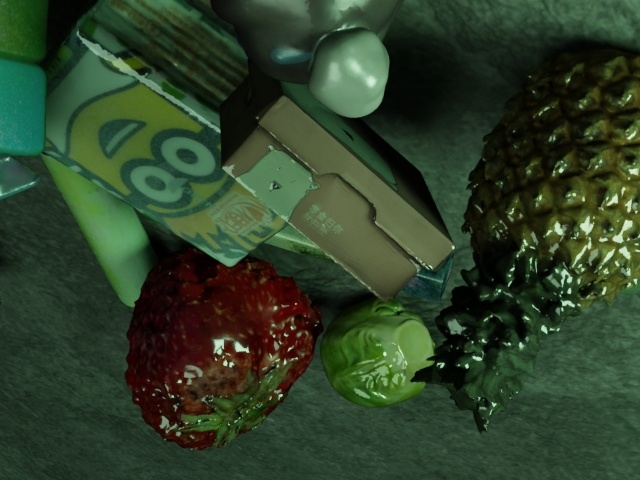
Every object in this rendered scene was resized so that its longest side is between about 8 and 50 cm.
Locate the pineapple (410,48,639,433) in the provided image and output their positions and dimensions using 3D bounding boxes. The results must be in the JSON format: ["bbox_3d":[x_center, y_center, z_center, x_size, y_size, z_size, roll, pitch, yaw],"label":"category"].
[{"bbox_3d":[0.209,0.006,1.183,0.202,0.362,0.202,24,155,12],"label":"pineapple"}]

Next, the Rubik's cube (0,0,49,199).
[{"bbox_3d":[-0.436,-0.136,1.239,0.368,0.387,0.358,38,165,-18],"label":"Rubik's cube"}]

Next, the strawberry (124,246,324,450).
[{"bbox_3d":[-0.136,0.122,1.676,0.220,0.274,0.274,56,156,25],"label":"strawberry"}]

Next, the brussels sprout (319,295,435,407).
[{"bbox_3d":[0.073,0.148,1.662,0.155,0.117,0.155,22,150,14],"label":"brussels sprout"}]

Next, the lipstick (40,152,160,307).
[{"bbox_3d":[-0.267,-0.028,1.656,0.076,0.076,0.304,8,144,21],"label":"lipstick"}]

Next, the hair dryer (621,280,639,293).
[{"bbox_3d":[0.306,-0.006,1.384,0.150,0.047,0.071,43,143,-18],"label":"hair dryer"}]

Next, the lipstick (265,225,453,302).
[{"bbox_3d":[0.000,0.000,1.560,0.312,0.051,0.051,16,149,11],"label":"lipstick"}]

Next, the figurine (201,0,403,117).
[{"bbox_3d":[-0.092,-0.259,1.119,0.365,0.206,0.218,13,130,18],"label":"figurine"}]

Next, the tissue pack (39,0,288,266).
[{"bbox_3d":[-0.150,-0.124,1.405,0.311,0.128,0.228,34,144,-16],"label":"tissue pack"}]

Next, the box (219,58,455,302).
[{"bbox_3d":[0.007,-0.066,1.224,0.215,0.215,0.086,40,103,-18],"label":"box"}]
